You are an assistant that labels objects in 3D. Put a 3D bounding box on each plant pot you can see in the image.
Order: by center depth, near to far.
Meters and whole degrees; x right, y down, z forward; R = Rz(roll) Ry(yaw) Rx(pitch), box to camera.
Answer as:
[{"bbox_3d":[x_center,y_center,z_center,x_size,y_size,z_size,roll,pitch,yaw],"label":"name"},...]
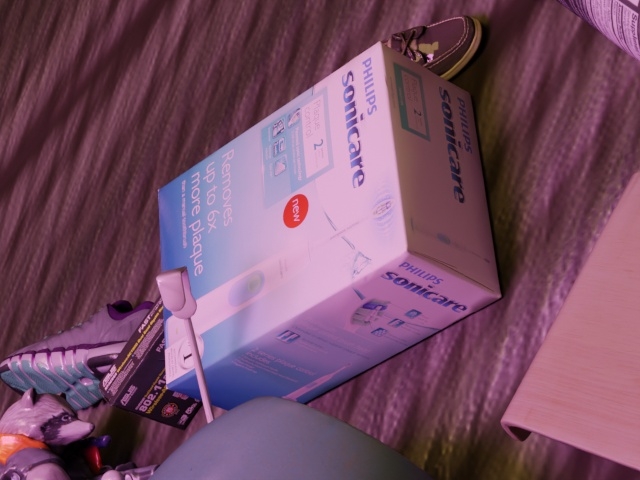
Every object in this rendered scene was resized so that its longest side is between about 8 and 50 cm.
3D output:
[{"bbox_3d":[-0.028,0.263,1.454,0.293,0.293,0.235,7,61,50],"label":"plant pot"}]

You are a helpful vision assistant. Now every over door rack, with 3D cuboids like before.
[{"bbox_3d":[-0.190,0.184,1.614,0.239,0.324,0.108,-13,17,1],"label":"over door rack"}]

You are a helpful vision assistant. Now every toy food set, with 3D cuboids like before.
[{"bbox_3d":[0.287,0.082,1.347,0.306,0.092,0.220,16,72,50],"label":"toy food set"}]

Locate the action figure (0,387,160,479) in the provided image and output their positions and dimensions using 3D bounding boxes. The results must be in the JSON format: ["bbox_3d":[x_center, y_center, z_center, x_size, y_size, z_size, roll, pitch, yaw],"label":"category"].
[{"bbox_3d":[-0.237,0.290,1.758,0.341,0.178,0.330,-26,62,40],"label":"action figure"}]

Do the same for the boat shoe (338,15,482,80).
[{"bbox_3d":[0.079,-0.164,1.724,0.152,0.049,0.056,-28,51,37],"label":"boat shoe"}]

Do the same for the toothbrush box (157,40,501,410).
[{"bbox_3d":[0.000,0.000,1.670,0.295,0.126,0.216,-29,51,35],"label":"toothbrush box"}]

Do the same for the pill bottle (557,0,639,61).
[{"bbox_3d":[0.272,-0.199,1.460,0.130,0.130,0.246,-56,40,12],"label":"pill bottle"}]

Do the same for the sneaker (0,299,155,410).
[{"bbox_3d":[-0.233,0.112,1.934,0.223,0.083,0.098,-8,44,42],"label":"sneaker"}]

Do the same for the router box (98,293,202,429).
[{"bbox_3d":[-0.138,0.112,1.793,0.122,0.092,0.038,-55,40,13],"label":"router box"}]
